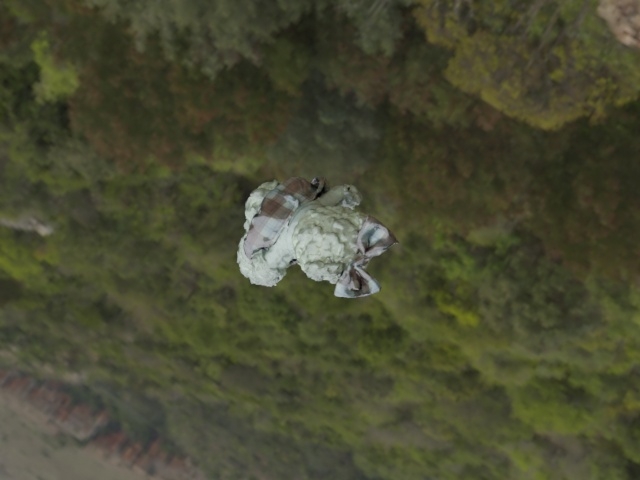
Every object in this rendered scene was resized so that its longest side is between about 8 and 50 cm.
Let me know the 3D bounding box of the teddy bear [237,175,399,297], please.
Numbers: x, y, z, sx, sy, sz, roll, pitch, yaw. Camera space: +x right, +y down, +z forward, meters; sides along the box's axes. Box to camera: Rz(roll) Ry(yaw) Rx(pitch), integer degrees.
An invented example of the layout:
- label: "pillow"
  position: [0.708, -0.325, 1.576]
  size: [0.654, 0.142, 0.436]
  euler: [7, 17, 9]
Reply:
- label: "teddy bear"
  position: [-0.016, -0.014, 1.088]
  size: [0.111, 0.133, 0.213]
  euler: [47, 166, -21]
